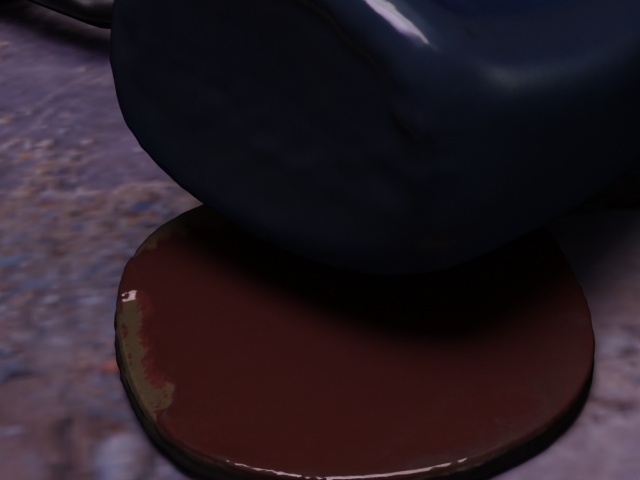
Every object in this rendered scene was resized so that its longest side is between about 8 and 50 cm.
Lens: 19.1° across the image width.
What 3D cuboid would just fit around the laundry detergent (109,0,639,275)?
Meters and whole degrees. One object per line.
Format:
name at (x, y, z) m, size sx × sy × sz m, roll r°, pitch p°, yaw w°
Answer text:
laundry detergent at (0.077, -0.083, 0.600) m, size 0.143 × 0.094 × 0.290 m, roll 25°, pitch 35°, yaw 34°

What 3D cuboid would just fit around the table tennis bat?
table tennis bat at (0.000, 0.000, 0.565) m, size 0.131 × 0.022 × 0.234 m, roll -9°, pitch 32°, yaw -7°

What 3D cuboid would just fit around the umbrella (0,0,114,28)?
umbrella at (-0.156, -0.131, 0.764) m, size 0.071 × 0.071 × 0.248 m, roll -29°, pitch 37°, yaw -34°
